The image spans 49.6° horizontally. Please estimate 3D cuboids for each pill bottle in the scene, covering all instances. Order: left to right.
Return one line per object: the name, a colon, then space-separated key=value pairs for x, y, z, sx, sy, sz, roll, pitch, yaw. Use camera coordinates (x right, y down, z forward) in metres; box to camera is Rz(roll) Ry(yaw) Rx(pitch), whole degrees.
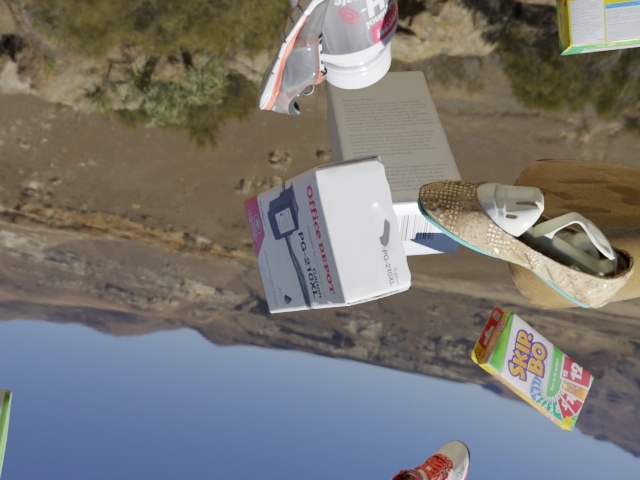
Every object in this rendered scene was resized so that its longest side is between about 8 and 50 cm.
pill bottle: x=0.034 y=-0.405 z=1.130 sx=0.176 sy=0.176 sz=0.318 roll=10 pitch=152 yaw=19

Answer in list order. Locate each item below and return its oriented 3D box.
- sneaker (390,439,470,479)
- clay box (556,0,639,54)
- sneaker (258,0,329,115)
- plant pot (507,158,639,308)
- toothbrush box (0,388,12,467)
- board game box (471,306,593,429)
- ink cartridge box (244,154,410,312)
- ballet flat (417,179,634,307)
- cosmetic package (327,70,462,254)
sneaker: x=0.242 y=0.538 z=1.560 sx=0.090 sy=0.270 sz=0.145 roll=26 pitch=152 yaw=40
clay box: x=0.339 y=-0.337 z=0.804 sx=0.127 sy=0.222 sz=0.053 roll=-4 pitch=-177 yaw=7
sneaker: x=-0.017 y=-0.212 z=0.789 sx=0.065 sy=0.158 sz=0.061 roll=19 pitch=-143 yaw=-16
plant pot: x=0.440 y=-0.014 z=0.998 sx=0.237 sy=0.237 sz=0.254 roll=17 pitch=167 yaw=-37
toothbrush box: x=-0.412 y=0.284 z=0.734 sx=0.122 sy=0.206 sz=0.283 roll=12 pitch=150 yaw=-22
board game box: x=0.417 y=0.249 z=1.360 sx=0.259 sy=0.124 sz=0.039 roll=37 pitch=158 yaw=-11
ink cartridge box: x=0.000 y=0.000 z=0.926 sx=0.100 sy=0.172 sz=0.237 roll=-13 pitch=179 yaw=-28
ballet flat: x=0.181 y=-0.011 z=0.589 sx=0.206 sy=0.073 sz=0.067 roll=24 pitch=134 yaw=-18
cosmetic package: x=0.149 y=-0.179 z=1.517 sx=0.230 sy=0.453 sz=0.161 roll=-4 pitch=137 yaw=-4
